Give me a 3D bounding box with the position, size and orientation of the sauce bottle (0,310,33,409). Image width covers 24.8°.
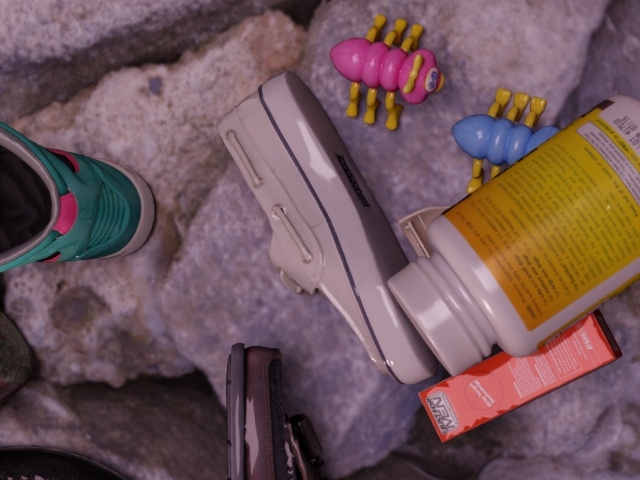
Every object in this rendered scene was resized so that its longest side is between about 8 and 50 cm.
[{"bbox_3d":[-0.393,0.185,1.212,0.344,0.111,0.111,-43,77,9],"label":"sauce bottle"}]

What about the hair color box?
[{"bbox_3d":[0.149,0.099,1.078,0.141,0.072,0.043,-28,80,12],"label":"hair color box"}]

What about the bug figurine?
[{"bbox_3d":[0.120,-0.175,1.102,0.216,0.072,0.279,13,91,17],"label":"bug figurine"}]

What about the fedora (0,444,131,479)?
[{"bbox_3d":[-0.245,0.320,1.139,0.334,0.152,0.334,-1,86,16],"label":"fedora"}]

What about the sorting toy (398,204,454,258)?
[{"bbox_3d":[0.113,0.005,1.112,0.075,0.045,0.083,-29,79,5],"label":"sorting toy"}]

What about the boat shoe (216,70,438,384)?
[{"bbox_3d":[0.000,0.000,1.117,0.088,0.096,0.267,-32,78,16],"label":"boat shoe"}]

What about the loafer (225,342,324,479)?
[{"bbox_3d":[-0.021,0.226,1.117,0.095,0.109,0.302,-3,93,-2],"label":"loafer"}]

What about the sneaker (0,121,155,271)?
[{"bbox_3d":[-0.301,-0.035,1.161,0.295,0.178,0.124,4,88,17],"label":"sneaker"}]

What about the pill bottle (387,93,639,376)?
[{"bbox_3d":[0.157,0.001,1.016,0.215,0.117,0.117,-35,78,-1],"label":"pill bottle"}]
